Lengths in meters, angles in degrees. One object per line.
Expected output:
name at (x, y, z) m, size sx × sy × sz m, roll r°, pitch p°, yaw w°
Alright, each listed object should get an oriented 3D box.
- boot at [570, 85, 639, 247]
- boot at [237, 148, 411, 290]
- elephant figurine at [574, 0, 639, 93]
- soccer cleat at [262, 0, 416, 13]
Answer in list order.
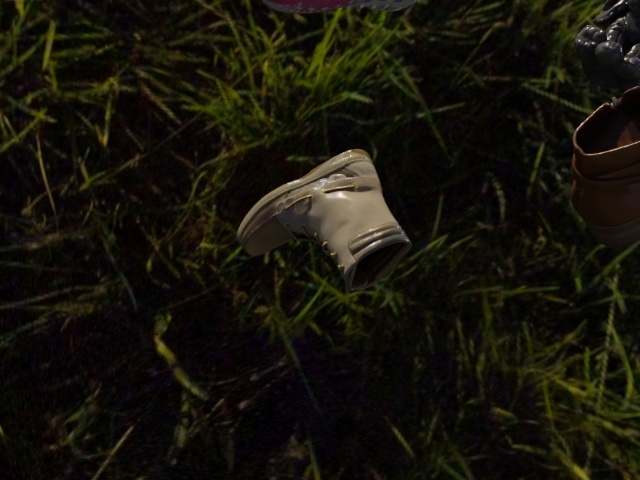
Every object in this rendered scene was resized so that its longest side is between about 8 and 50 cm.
boot at (0.274, -0.080, 0.541) m, size 0.197 × 0.152 × 0.073 m, roll -38°, pitch 55°, yaw 5°
boot at (0.000, 0.000, 1.169) m, size 0.262 × 0.095 × 0.204 m, roll -30°, pitch 58°, yaw 11°
elephant figurine at (0.587, -0.402, 1.352) m, size 0.169 × 0.186 × 0.239 m, roll 32°, pitch 88°, yaw -36°
soccer cleat at (0.073, -0.378, 1.081) m, size 0.331 × 0.143 × 0.116 m, roll -19°, pitch 64°, yaw -5°
